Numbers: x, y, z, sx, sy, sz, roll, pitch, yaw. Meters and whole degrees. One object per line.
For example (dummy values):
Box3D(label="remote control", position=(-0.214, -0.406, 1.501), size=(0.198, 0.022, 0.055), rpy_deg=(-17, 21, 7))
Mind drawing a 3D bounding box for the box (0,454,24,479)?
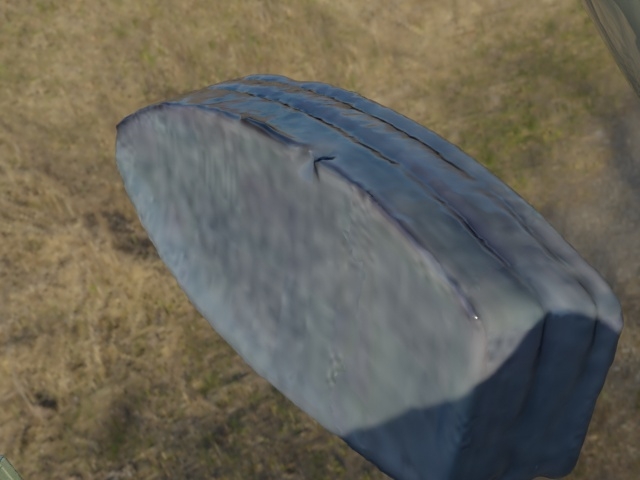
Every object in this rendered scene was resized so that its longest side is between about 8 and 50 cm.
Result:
Box3D(label="box", position=(-0.194, 0.214, 0.615), size=(0.130, 0.225, 0.086), rpy_deg=(8, 45, 41))

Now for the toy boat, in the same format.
Box3D(label="toy boat", position=(0.000, 0.000, 0.464), size=(0.078, 0.127, 0.283), rpy_deg=(-17, 37, -35))

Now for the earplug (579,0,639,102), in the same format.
Box3D(label="earplug", position=(0.234, -0.119, 0.301), size=(0.313, 0.394, 0.312), rpy_deg=(-29, -3, -1))
